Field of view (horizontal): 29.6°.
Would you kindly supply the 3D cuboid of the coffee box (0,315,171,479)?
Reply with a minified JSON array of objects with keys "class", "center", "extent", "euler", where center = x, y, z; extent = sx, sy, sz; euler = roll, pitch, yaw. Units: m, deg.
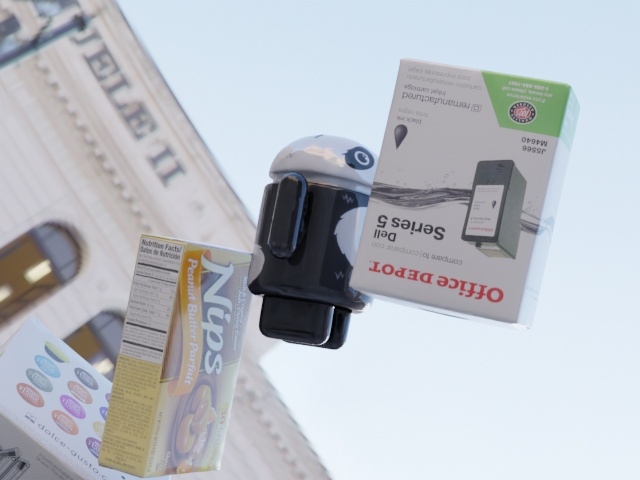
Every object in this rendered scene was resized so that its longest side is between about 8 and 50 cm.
[{"class":"coffee box","center":[-0.471,0.386,1.898],"extent":[0.337,0.334,0.338],"euler":[43,-78,-10]}]

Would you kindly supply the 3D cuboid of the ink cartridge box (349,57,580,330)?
[{"class":"ink cartridge box","center":[0.166,-0.050,1.375],"extent":[0.198,0.115,0.272],"euler":[12,-94,18]}]

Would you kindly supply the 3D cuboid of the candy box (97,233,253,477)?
[{"class":"candy box","center":[-0.191,0.158,1.665],"extent":[0.088,0.183,0.316],"euler":[10,-91,29]}]

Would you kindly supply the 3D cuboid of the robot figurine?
[{"class":"robot figurine","center":[0.001,0.000,1.591],"extent":[0.174,0.278,0.209],"euler":[12,-8,-13]}]
